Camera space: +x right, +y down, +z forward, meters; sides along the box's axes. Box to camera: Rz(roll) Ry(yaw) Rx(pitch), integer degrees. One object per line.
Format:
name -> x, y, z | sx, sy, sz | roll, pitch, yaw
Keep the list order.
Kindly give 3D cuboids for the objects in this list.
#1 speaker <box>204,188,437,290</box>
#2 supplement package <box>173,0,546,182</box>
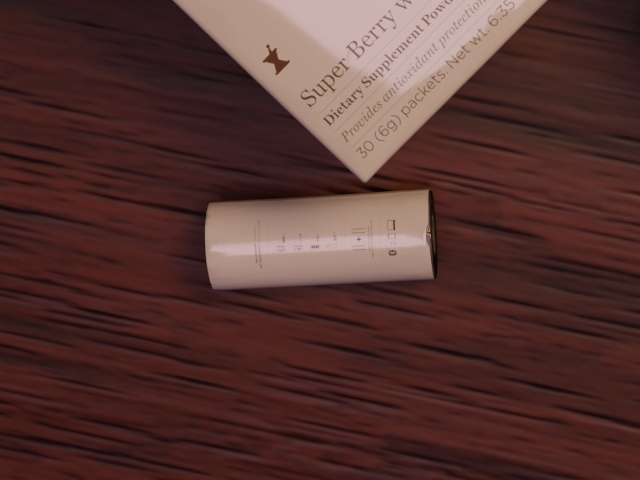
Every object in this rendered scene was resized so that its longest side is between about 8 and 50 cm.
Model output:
speaker -> 0.000, 0.000, 1.144 | 0.136, 0.055, 0.055 | -4, 104, 7
supplement package -> -0.015, -0.206, 1.029 | 0.293, 0.175, 0.177 | 43, 106, -5
